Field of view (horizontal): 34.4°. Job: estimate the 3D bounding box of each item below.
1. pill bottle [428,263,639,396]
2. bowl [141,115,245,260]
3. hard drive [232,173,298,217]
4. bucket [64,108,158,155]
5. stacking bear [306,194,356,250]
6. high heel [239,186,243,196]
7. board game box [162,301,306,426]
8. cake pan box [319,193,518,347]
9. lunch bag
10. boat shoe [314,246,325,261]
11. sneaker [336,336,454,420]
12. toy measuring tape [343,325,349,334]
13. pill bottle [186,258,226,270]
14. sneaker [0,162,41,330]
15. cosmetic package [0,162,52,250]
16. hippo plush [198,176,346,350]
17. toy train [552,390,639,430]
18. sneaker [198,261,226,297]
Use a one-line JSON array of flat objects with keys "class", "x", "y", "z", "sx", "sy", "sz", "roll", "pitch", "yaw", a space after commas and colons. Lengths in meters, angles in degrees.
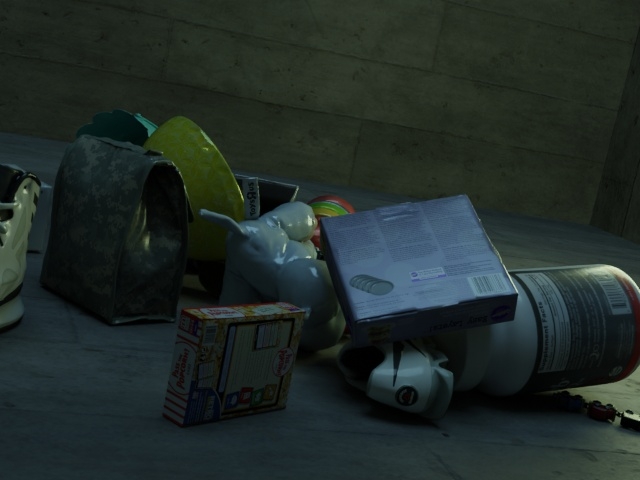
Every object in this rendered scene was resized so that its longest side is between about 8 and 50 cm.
[{"class": "pill bottle", "x": 0.347, "y": 0.150, "z": 1.727, "sx": 0.363, "sy": 0.210, "sz": 0.210, "roll": -2, "pitch": 15, "yaw": -26}, {"class": "bowl", "x": -0.274, "y": -0.072, "z": 1.943, "sx": 0.156, "sy": 0.289, "sz": 0.289, "roll": -29, "pitch": 29, "yaw": -22}, {"class": "hard drive", "x": -0.159, "y": -0.054, "z": 2.357, "sx": 0.172, "sy": 0.054, "sz": 0.254, "roll": 10, "pitch": -32, "yaw": -16}, {"class": "bucket", "x": -0.432, "y": -0.148, "z": 2.367, "sx": 0.281, "sy": 0.281, "sz": 0.183, "roll": 17, "pitch": 4, "yaw": 29}, {"class": "stacking bear", "x": 0.000, "y": 0.000, "z": 2.376, "sx": 0.175, "sy": 0.164, "sz": 0.289, "roll": 12, "pitch": 15, "yaw": 5}, {"class": "high heel", "x": -0.234, "y": -0.053, "z": 2.280, "sx": 0.261, "sy": 0.186, "sz": 0.093, "roll": 21, "pitch": 15, "yaw": 42}, {"class": "board game box", "x": -0.111, "y": 0.161, "z": 1.377, "sx": 0.045, "sy": 0.146, "sz": 0.193, "roll": 21, "pitch": 13, "yaw": 40}, {"class": "cake pan box", "x": 0.150, "y": 0.040, "z": 1.606, "sx": 0.267, "sy": 0.070, "sz": 0.245, "roll": -10, "pitch": 44, "yaw": -10}, {"class": "lunch bag", "x": -0.340, "y": -0.029, "z": 1.761, "sx": 0.235, "sy": 0.287, "sz": 0.169, "roll": 20, "pitch": 13, "yaw": 42}, {"class": "boat shoe", "x": -0.005, "y": 0.070, "z": 2.070, "sx": 0.091, "sy": 0.114, "sz": 0.302, "roll": 5, "pitch": -6, "yaw": -15}, {"class": "sneaker", "x": 0.092, "y": 0.169, "z": 1.622, "sx": 0.146, "sy": 0.122, "sz": 0.330, "roll": 11, "pitch": 10, "yaw": -13}, {"class": "toy measuring tape", "x": 0.085, "y": 0.095, "z": 1.825, "sx": 0.121, "sy": 0.121, "sz": 0.330, "roll": 8, "pitch": -19, "yaw": -21}, {"class": "pill bottle", "x": -0.291, "y": -0.014, "z": 2.189, "sx": 0.219, "sy": 0.122, "sz": 0.123, "roll": 19, "pitch": 13, "yaw": 33}, {"class": "sneaker", "x": -0.504, "y": 0.018, "z": 1.399, "sx": 0.169, "sy": 0.257, "sz": 0.447, "roll": 11, "pitch": 11, "yaw": -2}, {"class": "cosmetic package", "x": -0.682, "y": -0.075, "z": 2.040, "sx": 0.224, "sy": 0.138, "sz": 0.225, "roll": 4, "pitch": 14, "yaw": -35}, {"class": "hippo plush", "x": -0.031, "y": 0.050, "z": 1.761, "sx": 0.236, "sy": 0.294, "sz": 0.234, "roll": 30, "pitch": 51, "yaw": 30}, {"class": "toy train", "x": 0.459, "y": 0.281, "z": 1.700, "sx": 0.158, "sy": 0.027, "sz": 0.036, "roll": 15, "pitch": 22, "yaw": 16}, {"class": "sneaker", "x": -0.148, "y": 0.094, "z": 1.983, "sx": 0.188, "sy": 0.066, "sz": 0.071, "roll": 21, "pitch": -6, "yaw": 28}]
